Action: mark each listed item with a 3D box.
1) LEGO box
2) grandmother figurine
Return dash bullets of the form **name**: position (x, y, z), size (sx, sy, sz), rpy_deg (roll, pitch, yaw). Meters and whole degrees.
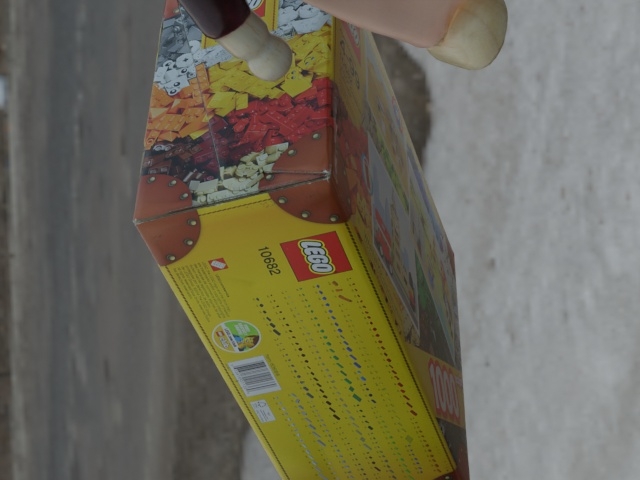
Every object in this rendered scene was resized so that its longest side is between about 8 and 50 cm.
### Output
- **LEGO box**: position (0.000, 0.000, 1.544), size (0.372, 0.193, 0.500), rpy_deg (-89, -19, -44)
- **grandmother figurine**: position (-0.037, -0.204, 0.856), size (0.104, 0.342, 0.208), rpy_deg (-25, 64, 48)
